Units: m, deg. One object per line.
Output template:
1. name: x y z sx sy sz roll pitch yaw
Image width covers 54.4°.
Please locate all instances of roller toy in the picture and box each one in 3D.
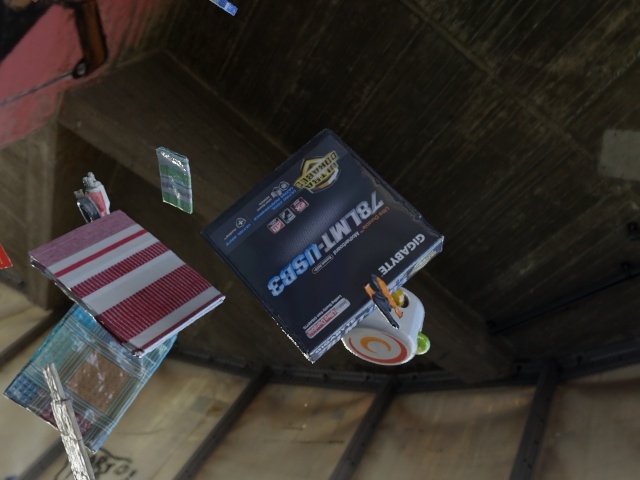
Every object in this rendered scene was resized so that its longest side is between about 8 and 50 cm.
1. roller toy: 0.151 0.195 1.513 0.191 0.146 0.209 -16 -50 39

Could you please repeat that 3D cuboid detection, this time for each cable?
1. cable: -0.481 -0.017 1.435 0.287 0.072 0.139 65 -17 -17

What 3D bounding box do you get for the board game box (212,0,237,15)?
1. board game box: -0.226 -0.514 1.314 0.090 0.090 0.020 32 -78 -2

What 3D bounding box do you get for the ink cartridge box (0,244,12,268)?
1. ink cartridge box: -0.672 0.035 1.116 0.145 0.179 0.045 87 -16 -44

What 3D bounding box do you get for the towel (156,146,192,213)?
1. towel: -0.368 -0.151 1.566 0.113 0.023 0.152 25 -52 33

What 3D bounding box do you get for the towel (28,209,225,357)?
1. towel: -0.391 0.077 1.272 0.329 0.237 0.037 37 -48 17

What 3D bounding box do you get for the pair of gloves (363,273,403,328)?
1. pair of gloves: 0.087 0.081 0.840 0.010 0.083 0.074 -34 -88 17

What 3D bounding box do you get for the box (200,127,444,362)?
1. box: 0.000 0.000 1.051 0.293 0.295 0.073 47 -8 24

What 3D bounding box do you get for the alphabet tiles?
1. alphabet tiles: -0.372 0.356 0.967 0.285 0.011 0.342 -25 -97 61

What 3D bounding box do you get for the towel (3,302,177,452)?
1. towel: -0.565 0.304 1.581 0.271 0.370 0.040 37 -35 -10
